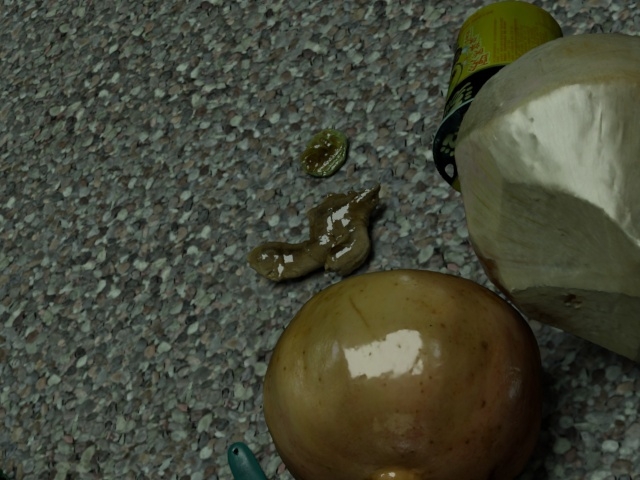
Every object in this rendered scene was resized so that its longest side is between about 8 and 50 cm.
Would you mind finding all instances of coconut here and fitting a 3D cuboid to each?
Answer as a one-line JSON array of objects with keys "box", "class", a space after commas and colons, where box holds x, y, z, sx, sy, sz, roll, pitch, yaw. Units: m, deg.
[{"box": [0.335, -0.049, 1.696, 0.415, 0.415, 0.345, 41, 128, 43], "class": "coconut"}]

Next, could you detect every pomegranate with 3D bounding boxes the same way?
[{"box": [0.097, 0.199, 1.742, 0.338, 0.338, 0.338, -17, 52, 23], "class": "pomegranate"}]

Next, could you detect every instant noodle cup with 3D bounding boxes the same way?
[{"box": [0.261, -0.197, 2.009, 0.215, 0.215, 0.236, -16, 44, 23], "class": "instant noodle cup"}]

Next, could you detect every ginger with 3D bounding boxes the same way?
[{"box": [-0.006, -0.006, 2.134, 0.214, 0.059, 0.133, -11, 62, 28], "class": "ginger"}]

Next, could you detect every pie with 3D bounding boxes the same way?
[{"box": [0.006, -0.132, 2.236, 0.084, 0.020, 0.084, -17, 52, 23], "class": "pie"}]

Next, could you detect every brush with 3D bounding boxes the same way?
[{"box": [-0.087, 0.335, 1.963, 0.043, 0.032, 0.193, -37, 48, 6], "class": "brush"}]

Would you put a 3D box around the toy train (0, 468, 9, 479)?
[{"box": [-0.542, 0.346, 2.201, 0.178, 0.104, 0.071, 5, 59, 34], "class": "toy train"}]
